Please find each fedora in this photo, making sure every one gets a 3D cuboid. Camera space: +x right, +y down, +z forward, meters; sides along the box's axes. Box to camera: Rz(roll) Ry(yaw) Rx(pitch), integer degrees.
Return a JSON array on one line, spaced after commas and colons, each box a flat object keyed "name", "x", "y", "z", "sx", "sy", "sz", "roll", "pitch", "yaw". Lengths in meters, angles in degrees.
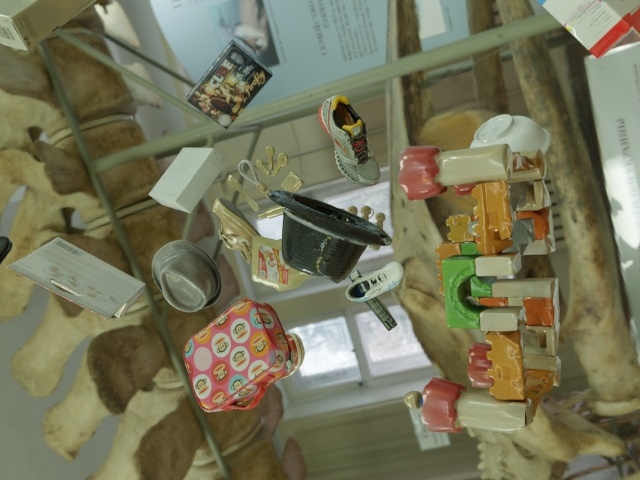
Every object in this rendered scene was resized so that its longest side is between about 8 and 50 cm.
[{"name": "fedora", "x": 0.000, "y": 0.000, "z": 1.268, "sx": 0.334, "sy": 0.334, "sz": 0.152, "roll": -33, "pitch": -35, "yaw": -80}, {"name": "fedora", "x": -0.481, "y": 0.147, "z": 1.935, "sx": 0.275, "sy": 0.244, "sz": 0.124, "roll": 58, "pitch": -165, "yaw": -18}]

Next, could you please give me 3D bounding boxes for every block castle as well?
[{"name": "block castle", "x": 0.259, "y": 0.064, "z": 0.930, "sx": 0.303, "sy": 0.213, "sz": 0.452, "roll": -12, "pitch": -83, "yaw": -55}]

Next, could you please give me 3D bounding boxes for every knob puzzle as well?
[{"name": "knob puzzle", "x": -0.119, "y": 0.074, "z": 1.699, "sx": 0.030, "sy": 0.213, "sz": 0.213, "roll": -51, "pitch": -51, "yaw": -54}]

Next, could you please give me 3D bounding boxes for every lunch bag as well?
[{"name": "lunch bag", "x": -0.221, "y": 0.328, "z": 1.487, "sx": 0.120, "sy": 0.293, "sz": 0.258, "roll": 27, "pitch": -149, "yaw": -57}]

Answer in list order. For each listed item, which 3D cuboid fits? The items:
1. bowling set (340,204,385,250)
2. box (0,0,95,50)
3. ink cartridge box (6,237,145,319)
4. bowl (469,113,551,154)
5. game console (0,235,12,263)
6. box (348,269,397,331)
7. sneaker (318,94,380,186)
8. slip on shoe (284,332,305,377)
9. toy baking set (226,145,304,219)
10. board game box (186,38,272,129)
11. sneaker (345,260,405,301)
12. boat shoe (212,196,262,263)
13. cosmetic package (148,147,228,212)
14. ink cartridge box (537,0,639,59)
[{"name": "bowling set", "x": 0.105, "y": -0.064, "z": 2.084, "sx": 0.287, "sy": 0.200, "sz": 0.154, "roll": 21, "pitch": -101, "yaw": -59}, {"name": "box", "x": -0.731, "y": -0.620, "z": 1.446, "sx": 0.275, "sy": 0.113, "sz": 0.094, "roll": -56, "pitch": -24, "yaw": -32}, {"name": "ink cartridge box", "x": -0.677, "y": 0.121, "z": 1.535, "sx": 0.296, "sy": 0.066, "sz": 0.261, "roll": 29, "pitch": -162, "yaw": -4}, {"name": "bowl", "x": 0.635, "y": -0.346, "z": 1.926, "sx": 0.134, "sy": 0.298, "sz": 0.297, "roll": 50, "pitch": -160, "yaw": -25}, {"name": "game console", "x": -0.819, "y": 0.037, "z": 1.067, "sx": 0.173, "sy": 0.293, "sz": 0.250, "roll": 78, "pitch": -164, "yaw": -44}, {"name": "box", "x": 0.211, "y": 0.240, "z": 2.207, "sx": 0.220, "sy": 0.051, "sz": 0.175, "roll": 51, "pitch": -176, "yaw": -25}, {"name": "sneaker", "x": 0.069, "y": -0.224, "z": 1.246, "sx": 0.225, "sy": 0.088, "sz": 0.093, "roll": 60, "pitch": 163, "yaw": -3}, {"name": "slip on shoe", "x": -0.165, "y": 0.379, "z": 1.698, "sx": 0.101, "sy": 0.331, "sz": 0.123, "roll": -5, "pitch": -112, "yaw": -47}, {"name": "toy baking set", "x": -0.154, "y": -0.157, "z": 1.576, "sx": 0.030, "sy": 0.256, "sz": 0.196, "roll": -18, "pitch": -92, "yaw": -56}, {"name": "board game box", "x": -0.296, "y": -0.500, "z": 1.779, "sx": 0.165, "sy": 0.243, "sz": 0.042, "roll": 33, "pitch": -156, "yaw": -31}, {"name": "sneaker", "x": 0.187, "y": 0.147, "z": 1.877, "sx": 0.086, "sy": 0.237, "sz": 0.085, "roll": -12, "pitch": -109, "yaw": -56}, {"name": "boat shoe", "x": -0.261, "y": -0.016, "z": 1.751, "sx": 0.121, "sy": 0.110, "sz": 0.341, "roll": 48, "pitch": 177, "yaw": 32}, {"name": "cosmetic package", "x": -0.600, "y": -0.278, "z": 2.459, "sx": 0.097, "sy": 0.284, "sz": 0.377, "roll": 43, "pitch": 165, "yaw": -31}, {"name": "ink cartridge box", "x": 0.493, "y": -0.413, "z": 0.971, "sx": 0.231, "sy": 0.134, "sz": 0.078, "roll": 48, "pitch": 145, "yaw": 6}]
